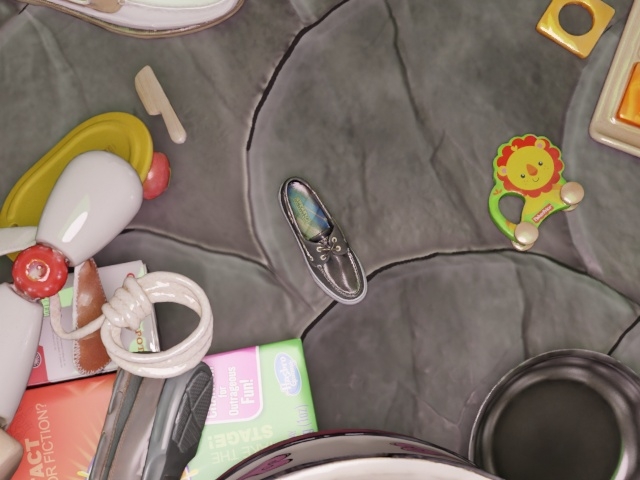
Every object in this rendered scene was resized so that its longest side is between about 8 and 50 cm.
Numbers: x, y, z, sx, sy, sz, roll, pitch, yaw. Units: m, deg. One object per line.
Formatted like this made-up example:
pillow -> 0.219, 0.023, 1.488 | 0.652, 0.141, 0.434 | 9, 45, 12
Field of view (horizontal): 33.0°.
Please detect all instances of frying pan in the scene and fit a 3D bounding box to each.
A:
frying pan -> 0.293, 0.218, 1.033 | 0.326, 0.053, 0.197 | 17, 88, -9

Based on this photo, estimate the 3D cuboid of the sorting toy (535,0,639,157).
sorting toy -> 0.388, -0.164, 1.104 | 0.348, 0.047, 0.196 | 20, 80, 1

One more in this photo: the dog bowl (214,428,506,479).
dog bowl -> 0.029, 0.338, 0.897 | 0.408, 0.150, 0.407 | -1, 103, -7

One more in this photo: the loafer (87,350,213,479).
loafer -> -0.174, 0.225, 0.940 | 0.084, 0.096, 0.267 | 13, 73, 20

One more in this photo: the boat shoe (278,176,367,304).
boat shoe -> 0.000, 0.000, 1.064 | 0.049, 0.040, 0.142 | -31, 83, -7

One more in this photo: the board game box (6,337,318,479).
board game box -> -0.151, 0.238, 1.006 | 0.317, 0.064, 0.242 | -11, 81, -4

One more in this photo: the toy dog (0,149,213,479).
toy dog -> -0.265, 0.088, 0.924 | 0.334, 0.161, 0.220 | -34, 84, -13

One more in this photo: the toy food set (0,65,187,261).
toy food set -> -0.205, -0.049, 1.041 | 0.218, 0.071, 0.128 | -42, 50, 1

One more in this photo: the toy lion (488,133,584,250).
toy lion -> 0.208, -0.054, 1.089 | 0.100, 0.034, 0.096 | -41, 78, -8

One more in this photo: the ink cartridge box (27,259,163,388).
ink cartridge box -> -0.224, 0.081, 1.033 | 0.135, 0.056, 0.099 | -10, 82, -3

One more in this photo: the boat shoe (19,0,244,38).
boat shoe -> -0.224, -0.276, 1.068 | 0.303, 0.103, 0.113 | 7, 81, -1
